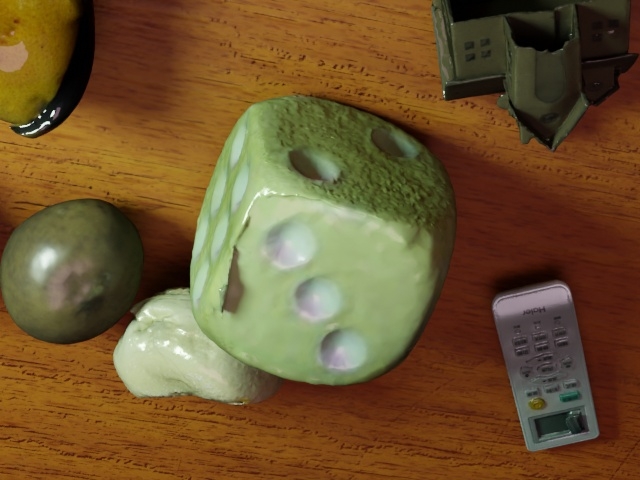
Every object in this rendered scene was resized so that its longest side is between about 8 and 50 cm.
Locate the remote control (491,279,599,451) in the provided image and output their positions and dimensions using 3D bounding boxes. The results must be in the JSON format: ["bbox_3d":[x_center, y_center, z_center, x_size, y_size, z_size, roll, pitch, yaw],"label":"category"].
[{"bbox_3d":[0.300,0.167,1.811,0.103,0.051,0.293,-13,127,7],"label":"remote control"}]

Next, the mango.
[{"bbox_3d":[-0.338,-0.256,1.442,0.201,0.152,0.287,4,124,-11],"label":"mango"}]

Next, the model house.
[{"bbox_3d":[0.238,-0.187,1.500,0.211,0.204,0.243,-8,140,5],"label":"model house"}]

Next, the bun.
[{"bbox_3d":[-0.148,0.128,1.691,0.229,0.229,0.145,-5,94,1],"label":"bun"}]

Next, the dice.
[{"bbox_3d":[0.000,0.000,1.567,0.250,0.254,0.252,15,121,-15],"label":"dice"}]

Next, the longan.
[{"bbox_3d":[-0.297,0.035,1.636,0.167,0.167,0.187,38,119,-24],"label":"longan"}]
